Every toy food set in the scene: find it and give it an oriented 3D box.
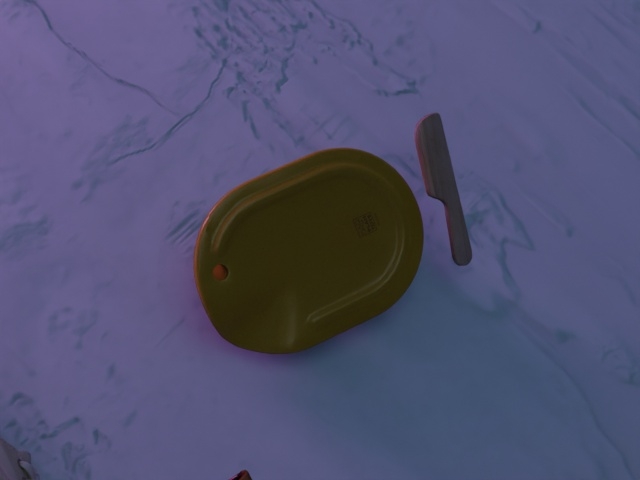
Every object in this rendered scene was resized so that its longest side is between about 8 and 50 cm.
[{"bbox_3d":[0.000,0.000,1.210,0.218,0.071,0.128,-23,97,-20],"label":"toy food set"}]

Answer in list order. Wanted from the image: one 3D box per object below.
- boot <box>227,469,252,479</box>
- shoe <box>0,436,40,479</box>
[{"bbox_3d":[0.005,0.267,1.028,0.264,0.096,0.280,-29,97,-12],"label":"boot"},{"bbox_3d":[-0.225,0.133,1.080,0.058,0.076,0.219,-37,77,-20],"label":"shoe"}]
